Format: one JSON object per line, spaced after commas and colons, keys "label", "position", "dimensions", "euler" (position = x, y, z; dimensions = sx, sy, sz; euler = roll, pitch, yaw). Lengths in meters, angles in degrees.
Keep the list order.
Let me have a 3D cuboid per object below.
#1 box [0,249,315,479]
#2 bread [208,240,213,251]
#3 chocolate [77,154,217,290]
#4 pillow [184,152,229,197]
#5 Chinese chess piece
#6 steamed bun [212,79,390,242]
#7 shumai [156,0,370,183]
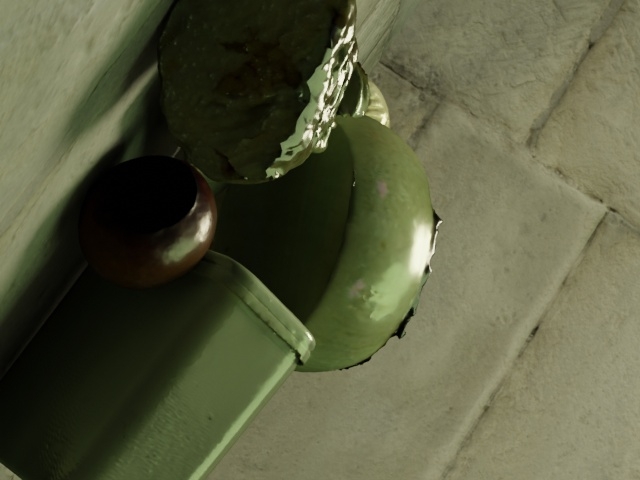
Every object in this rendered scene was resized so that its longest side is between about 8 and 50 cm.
{"label": "box", "position": [-0.230, 0.177, 1.966], "dimensions": [0.344, 0.177, 0.352], "euler": [-54, -148, -12]}
{"label": "bread", "position": [-0.139, 0.012, 2.474], "dimensions": [0.269, 0.195, 0.142], "euler": [-103, -152, -48]}
{"label": "chocolate", "position": [-0.201, -0.013, 1.845], "dimensions": [0.176, 0.177, 0.177], "euler": [-56, 177, -5]}
{"label": "pillow", "position": [-0.079, -0.181, 1.945], "dimensions": [0.281, 0.076, 0.274], "euler": [-49, 171, -17]}
{"label": "Chinese chess piece", "position": [0.000, 0.000, 2.096], "dimensions": [0.349, 0.146, 0.349], "euler": [-27, -124, 47]}
{"label": "steamed bun", "position": [-0.052, -0.110, 2.347], "dimensions": [0.203, 0.276, 0.289], "euler": [-143, -122, -68]}
{"label": "shumai", "position": [-0.053, -0.186, 1.723], "dimensions": [0.256, 0.189, 0.218], "euler": [-64, 164, 9]}
